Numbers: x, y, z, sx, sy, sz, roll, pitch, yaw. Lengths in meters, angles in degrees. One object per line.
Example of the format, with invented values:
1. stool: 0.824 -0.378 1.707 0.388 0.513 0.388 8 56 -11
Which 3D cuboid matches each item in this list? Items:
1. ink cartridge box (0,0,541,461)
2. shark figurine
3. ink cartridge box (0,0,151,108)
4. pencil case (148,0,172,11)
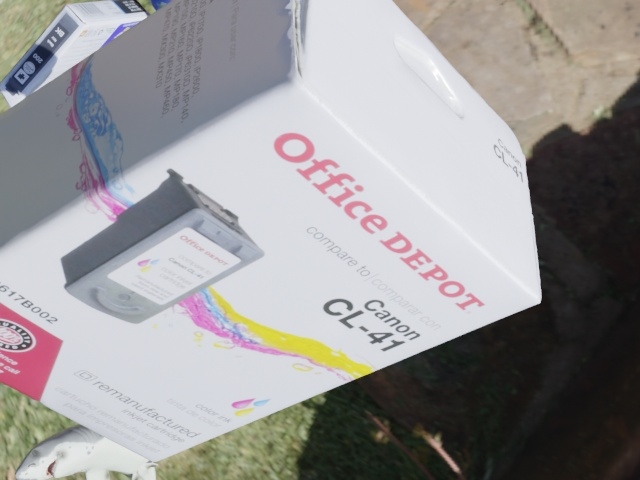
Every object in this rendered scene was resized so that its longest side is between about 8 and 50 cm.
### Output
1. ink cartridge box: -0.061 -0.007 0.699 0.226 0.306 0.131 38 39 -37
2. shark figurine: -0.260 0.266 1.459 0.166 0.116 0.278 -48 143 -15
3. ink cartridge box: -0.345 -0.239 1.618 0.045 0.206 0.208 46 111 1
4. pencil case: -0.154 -0.317 1.634 0.119 0.133 0.306 -42 91 -19
